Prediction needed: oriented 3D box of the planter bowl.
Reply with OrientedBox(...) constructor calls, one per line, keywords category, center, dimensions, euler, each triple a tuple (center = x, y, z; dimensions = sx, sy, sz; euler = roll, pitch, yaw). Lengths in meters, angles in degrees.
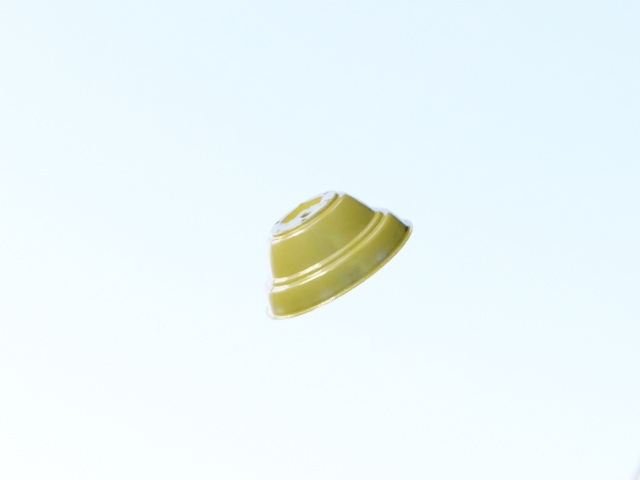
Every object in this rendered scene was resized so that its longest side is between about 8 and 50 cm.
OrientedBox(category="planter bowl", center=(0.000, 0.000, 1.493), dimensions=(0.217, 0.217, 0.090), euler=(-11, -64, 55))
